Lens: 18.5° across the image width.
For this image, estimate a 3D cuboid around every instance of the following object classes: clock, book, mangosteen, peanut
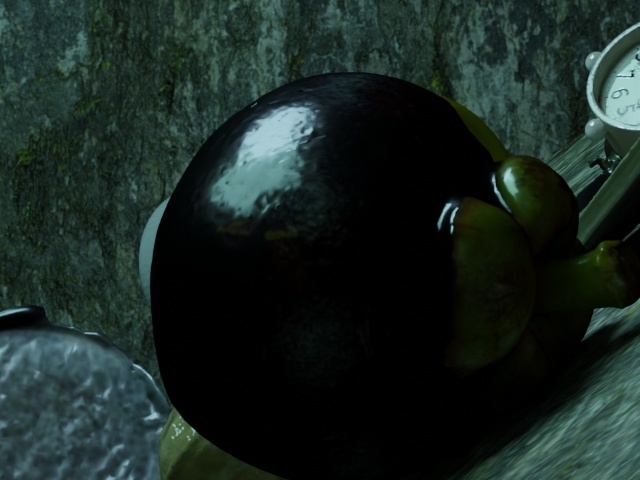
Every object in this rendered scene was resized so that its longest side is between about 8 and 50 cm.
[{"bbox_3d":[0.320,-0.136,1.784,0.155,0.063,0.229,-16,42,22],"label":"clock"},{"bbox_3d":[0.256,-0.058,1.465,0.228,0.018,0.322,-37,-14,-33],"label":"book"},{"bbox_3d":[0.050,0.024,1.212,0.302,0.275,0.275,0,17,23],"label":"mangosteen"},{"bbox_3d":[-0.018,0.123,1.623,0.298,0.120,0.136,-38,-36,-31],"label":"peanut"}]

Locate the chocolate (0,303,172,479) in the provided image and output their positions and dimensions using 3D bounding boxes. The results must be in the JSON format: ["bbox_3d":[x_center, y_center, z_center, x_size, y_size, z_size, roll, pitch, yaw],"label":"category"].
[{"bbox_3d":[-0.288,0.246,1.886,0.303,0.303,0.213,-37,-20,-29],"label":"chocolate"}]

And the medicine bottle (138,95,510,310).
[{"bbox_3d":[0.000,0.000,1.988,0.384,0.224,0.224,-15,17,47],"label":"medicine bottle"}]

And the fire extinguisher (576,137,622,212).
[{"bbox_3d":[0.325,-0.099,1.874,0.231,0.071,0.099,-38,-9,-24],"label":"fire extinguisher"}]

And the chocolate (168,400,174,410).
[{"bbox_3d":[-0.071,0.180,2.008,0.161,0.083,0.261,-13,9,26],"label":"chocolate"}]
